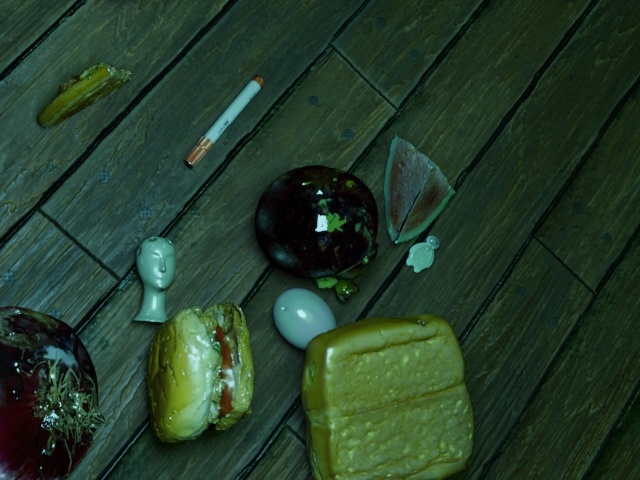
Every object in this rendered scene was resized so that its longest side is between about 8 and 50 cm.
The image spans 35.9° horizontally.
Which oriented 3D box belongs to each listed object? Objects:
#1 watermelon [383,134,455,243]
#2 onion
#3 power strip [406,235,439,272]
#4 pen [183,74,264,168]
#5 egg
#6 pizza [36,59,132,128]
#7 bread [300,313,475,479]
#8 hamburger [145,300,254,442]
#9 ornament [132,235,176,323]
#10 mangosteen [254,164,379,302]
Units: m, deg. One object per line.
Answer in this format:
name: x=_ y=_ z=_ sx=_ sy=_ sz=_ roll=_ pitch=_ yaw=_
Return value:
watermelon: x=0.170 y=-0.103 z=1.966 sx=0.136 sy=0.202 sz=0.207 roll=18 pitch=65 yaw=23
onion: x=-0.495 y=0.257 z=1.566 sx=0.314 sy=0.232 sz=0.313 roll=-10 pitch=90 yaw=-68
power strip: x=0.209 y=0.026 z=2.019 sx=0.055 sy=0.035 sz=0.083 roll=42 pitch=80 yaw=-10
pen: x=-0.185 y=-0.230 z=1.905 sx=0.028 sy=0.028 sz=0.239 roll=41 pitch=67 yaw=-10
egg: x=-0.029 y=0.150 z=1.851 sx=0.135 sy=0.103 sz=0.103 roll=46 pitch=67 yaw=-10
pizza: x=-0.418 y=-0.277 z=1.776 sx=0.053 sy=0.201 sz=0.193 roll=56 pitch=26 yaw=-5
bread: x=0.115 y=0.302 z=1.839 sx=0.337 sy=0.148 sz=0.327 roll=-11 pitch=92 yaw=-28
hamburger: x=-0.209 y=0.223 z=1.697 sx=0.163 sy=0.244 sz=0.244 roll=-2 pitch=80 yaw=-19
ornament: x=-0.295 y=0.070 z=1.772 sx=0.075 sy=0.081 sz=0.156 roll=8 pitch=81 yaw=-26
mangosteen: x=0.000 y=0.000 z=1.854 sx=0.231 sy=0.231 sz=0.289 roll=-26 pitch=125 yaw=-25
